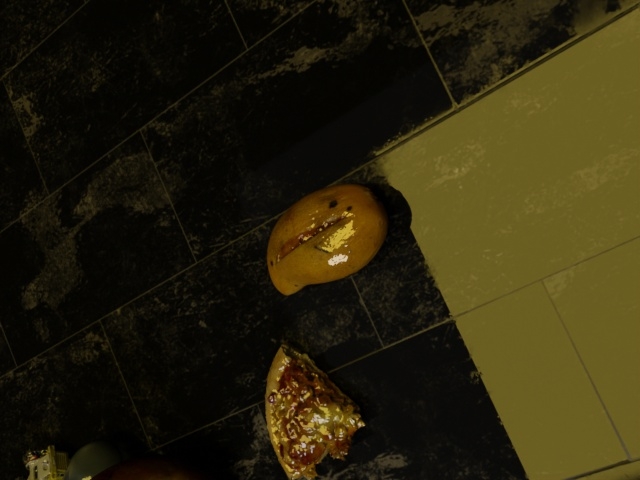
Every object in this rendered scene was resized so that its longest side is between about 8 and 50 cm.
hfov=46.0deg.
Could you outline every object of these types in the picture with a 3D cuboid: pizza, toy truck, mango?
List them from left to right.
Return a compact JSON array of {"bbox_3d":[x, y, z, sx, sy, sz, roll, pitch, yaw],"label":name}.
[{"bbox_3d":[-0.709,0.631,1.886,0.286,0.111,0.136,-55,38,30],"label":"toy truck"},{"bbox_3d":[-0.017,0.354,1.504,0.228,0.081,0.290,0,93,28],"label":"pizza"},{"bbox_3d":[-0.002,0.000,1.439,0.295,0.120,0.177,-31,78,27],"label":"mango"}]

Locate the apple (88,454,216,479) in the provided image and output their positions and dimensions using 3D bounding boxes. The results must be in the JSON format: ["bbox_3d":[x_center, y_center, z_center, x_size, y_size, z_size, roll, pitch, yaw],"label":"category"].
[{"bbox_3d":[-0.353,0.644,1.561,0.384,0.374,0.374,35,111,5],"label":"apple"}]

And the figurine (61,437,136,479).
[{"bbox_3d":[-0.519,0.591,1.755,0.175,0.197,0.265,15,95,13],"label":"figurine"}]
